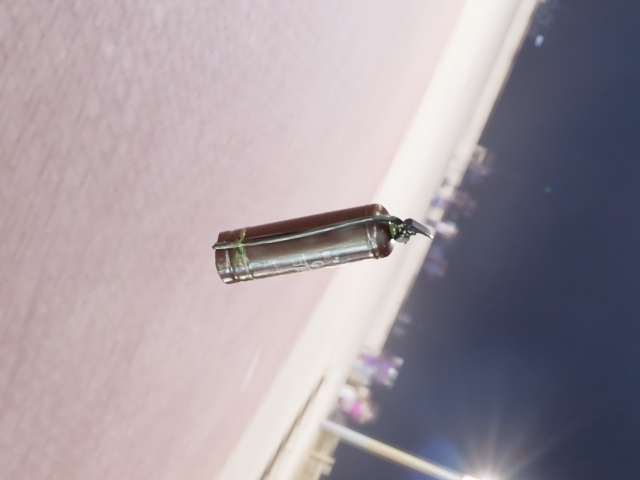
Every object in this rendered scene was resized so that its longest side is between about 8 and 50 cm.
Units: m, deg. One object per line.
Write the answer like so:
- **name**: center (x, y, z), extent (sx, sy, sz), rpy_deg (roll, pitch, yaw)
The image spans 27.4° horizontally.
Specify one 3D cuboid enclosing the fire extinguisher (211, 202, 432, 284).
- **fire extinguisher**: center (0.000, 0.000, 0.980), extent (0.064, 0.158, 0.043), rpy_deg (47, 35, -64)
